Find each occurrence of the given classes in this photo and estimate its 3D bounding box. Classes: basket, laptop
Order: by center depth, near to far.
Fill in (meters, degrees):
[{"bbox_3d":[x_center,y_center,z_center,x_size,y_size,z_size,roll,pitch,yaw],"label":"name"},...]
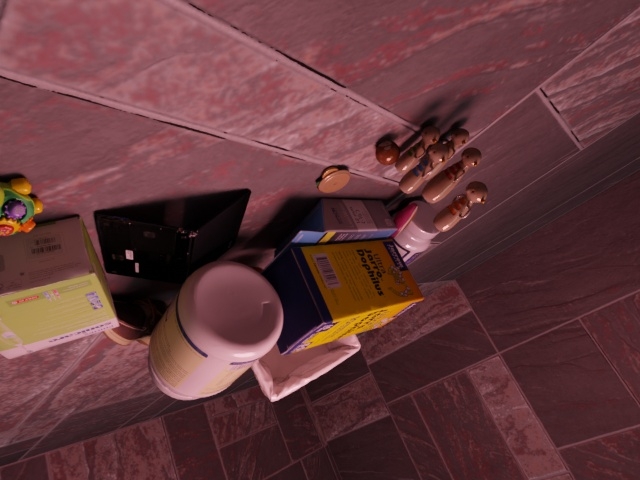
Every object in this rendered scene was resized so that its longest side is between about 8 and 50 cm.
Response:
[{"bbox_3d":[-0.303,-0.016,0.870,0.265,0.136,0.234,11,146,-16],"label":"laptop"},{"bbox_3d":[-0.103,0.302,1.365,0.332,0.328,0.266,-26,168,-19],"label":"basket"}]

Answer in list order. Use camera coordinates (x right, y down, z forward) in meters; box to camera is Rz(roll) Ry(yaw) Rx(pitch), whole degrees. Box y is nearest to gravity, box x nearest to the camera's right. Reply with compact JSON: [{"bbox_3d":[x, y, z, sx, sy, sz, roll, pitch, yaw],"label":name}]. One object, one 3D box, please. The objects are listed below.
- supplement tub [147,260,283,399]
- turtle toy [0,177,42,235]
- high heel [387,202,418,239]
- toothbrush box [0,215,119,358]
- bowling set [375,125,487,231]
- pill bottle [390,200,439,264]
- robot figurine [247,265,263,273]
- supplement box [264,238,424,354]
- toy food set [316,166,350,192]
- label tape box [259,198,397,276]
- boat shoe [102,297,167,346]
[{"bbox_3d":[-0.258,0.223,0.966,0.236,0.235,0.325,-4,148,-43],"label":"supplement tub"},{"bbox_3d":[-0.449,-0.046,0.569,0.095,0.066,0.130,-16,157,-23],"label":"turtle toy"},{"bbox_3d":[0.181,-0.050,1.206,0.082,0.117,0.244,-40,170,-40],"label":"high heel"},{"bbox_3d":[-0.510,0.097,0.754,0.207,0.122,0.283,-16,156,-24],"label":"toothbrush box"},{"bbox_3d":[0.236,-0.175,0.887,0.200,0.286,0.154,29,123,-23],"label":"bowling set"},{"bbox_3d":[0.258,-0.002,1.323,0.153,0.153,0.264,-10,154,-34],"label":"pill bottle"},{"bbox_3d":[-0.206,0.159,1.145,0.220,0.157,0.128,0,-167,29],"label":"robot figurine"},{"bbox_3d":[0.054,0.134,1.056,0.357,0.195,0.194,-5,150,-41],"label":"supplement box"},{"bbox_3d":[0.030,-0.137,0.944,0.084,0.020,0.082,-9,153,-37],"label":"toy food set"},{"bbox_3d":[0.000,0.000,1.109,0.348,0.115,0.249,-1,148,-42],"label":"label tape box"},{"bbox_3d":[-0.458,0.194,1.063,0.123,0.123,0.342,-37,160,-9],"label":"boat shoe"}]
